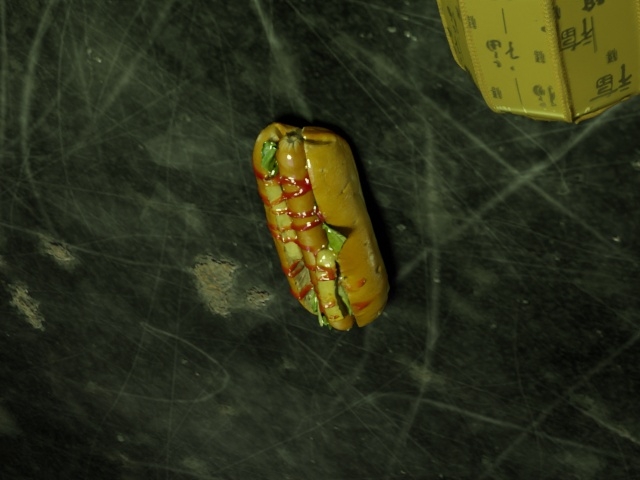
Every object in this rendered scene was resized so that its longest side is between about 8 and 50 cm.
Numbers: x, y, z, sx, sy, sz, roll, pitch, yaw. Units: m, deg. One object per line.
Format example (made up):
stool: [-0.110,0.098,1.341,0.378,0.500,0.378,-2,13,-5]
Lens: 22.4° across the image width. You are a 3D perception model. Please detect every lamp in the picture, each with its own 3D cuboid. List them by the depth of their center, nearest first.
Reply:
lamp: [0.151,-0.178,1.061,0.161,0.161,0.185,11,142,27]

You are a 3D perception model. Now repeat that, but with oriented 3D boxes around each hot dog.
hot dog: [0.000,0.000,1.458,0.104,0.076,0.250,12,138,25]
